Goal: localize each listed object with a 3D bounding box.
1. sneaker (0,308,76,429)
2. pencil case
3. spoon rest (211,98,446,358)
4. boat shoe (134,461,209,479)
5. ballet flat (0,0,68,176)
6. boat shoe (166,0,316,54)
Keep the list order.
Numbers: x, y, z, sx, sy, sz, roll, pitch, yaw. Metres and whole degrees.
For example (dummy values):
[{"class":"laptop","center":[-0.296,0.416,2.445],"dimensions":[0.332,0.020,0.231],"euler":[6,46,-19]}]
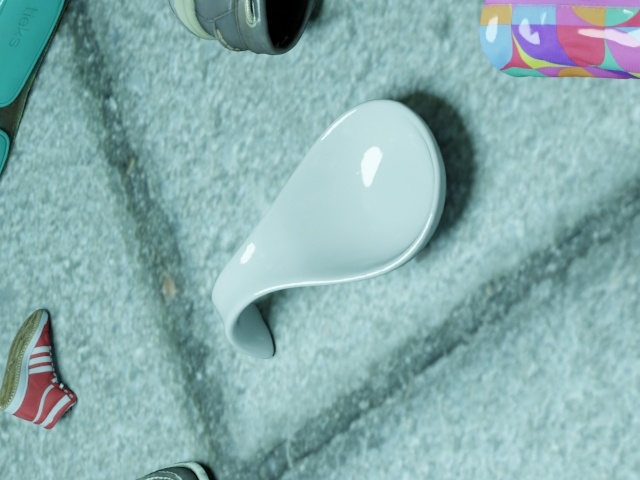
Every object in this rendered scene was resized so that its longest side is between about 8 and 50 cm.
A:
[{"class":"sneaker","center":[-0.261,0.125,1.860],"dimensions":[0.042,0.067,0.118],"euler":[-34,34,42]},{"class":"pencil case","center":[0.216,-0.156,1.340],"dimensions":[0.236,0.104,0.104],"euler":[5,91,47]},{"class":"spoon rest","center":[0.000,0.000,1.562],"dimensions":[0.276,0.084,0.137],"euler":[-46,57,35]},{"class":"boat shoe","center":[-0.183,0.265,1.743],"dimensions":[0.228,0.069,0.081],"euler":[-40,61,37]},{"class":"ballet flat","center":[-0.350,-0.139,1.911],"dimensions":[0.123,0.123,0.348],"euler":[41,112,39]},{"class":"boat shoe","center":[-0.013,-0.313,1.581],"dimensions":[0.130,0.132,0.355],"euler":[32,119,32]}]
